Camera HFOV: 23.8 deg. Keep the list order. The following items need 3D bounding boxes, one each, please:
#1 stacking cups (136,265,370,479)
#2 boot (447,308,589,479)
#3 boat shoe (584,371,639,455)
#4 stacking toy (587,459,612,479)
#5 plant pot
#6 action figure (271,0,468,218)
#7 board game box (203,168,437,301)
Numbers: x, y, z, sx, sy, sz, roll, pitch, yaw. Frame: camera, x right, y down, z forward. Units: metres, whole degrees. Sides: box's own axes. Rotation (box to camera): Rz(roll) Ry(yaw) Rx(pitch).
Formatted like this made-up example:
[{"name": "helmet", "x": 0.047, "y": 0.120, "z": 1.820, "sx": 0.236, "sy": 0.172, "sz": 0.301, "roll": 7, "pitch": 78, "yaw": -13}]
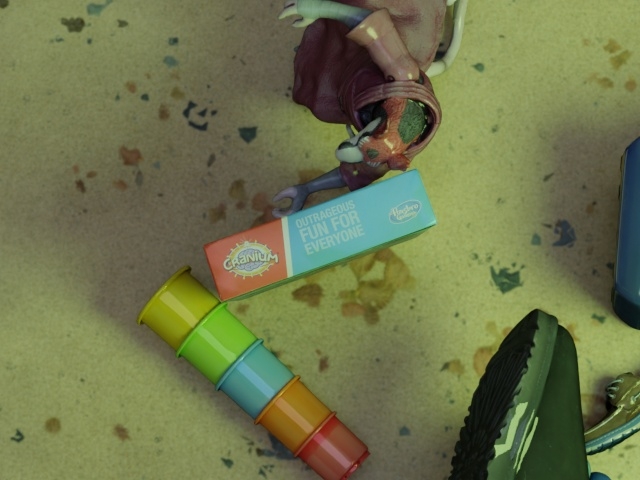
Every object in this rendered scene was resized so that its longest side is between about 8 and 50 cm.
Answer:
[{"name": "stacking cups", "x": -0.071, "y": 0.163, "z": 1.811, "sx": 0.316, "sy": 0.096, "sz": 0.096, "roll": 39, "pitch": 84, "yaw": 6}, {"name": "boot", "x": 0.356, "y": 0.321, "z": 1.618, "sx": 0.445, "sy": 0.146, "sz": 0.367, "roll": 25, "pitch": 65, "yaw": -8}, {"name": "boat shoe", "x": 0.371, "y": 0.191, "z": 1.801, "sx": 0.183, "sy": 0.066, "sz": 0.066, "roll": -29, "pitch": 75, "yaw": -12}, {"name": "stacking toy", "x": 0.333, "y": 0.344, "z": 1.746, "sx": 0.330, "sy": 0.141, "sz": 0.141, "roll": 34, "pitch": 83, "yaw": 3}, {"name": "plant pot", "x": 0.446, "y": 0.000, "z": 1.746, "sx": 0.212, "sy": 0.236, "sz": 0.235, "roll": 4, "pitch": 80, "yaw": 10}, {"name": "action figure", "x": 0.075, "y": -0.164, "z": 1.746, "sx": 0.276, "sy": 0.370, "sz": 0.248, "roll": 1, "pitch": 120, "yaw": -12}, {"name": "board game box", "x": 0.000, "y": 0.000, "z": 1.717, "sx": 0.242, "sy": 0.316, "sz": 0.064, "roll": -20, "pitch": 88, "yaw": -1}]
